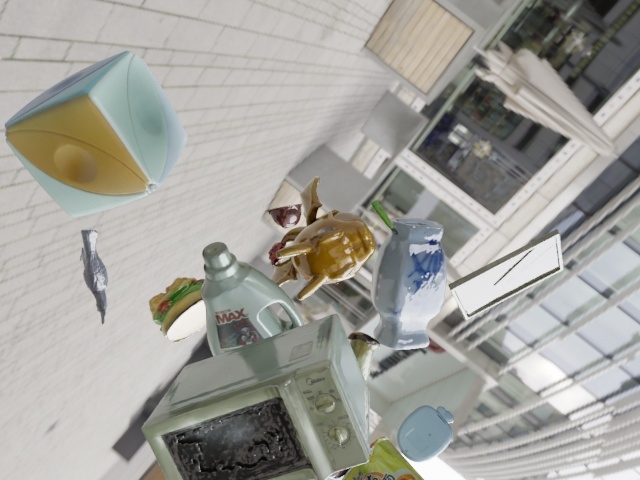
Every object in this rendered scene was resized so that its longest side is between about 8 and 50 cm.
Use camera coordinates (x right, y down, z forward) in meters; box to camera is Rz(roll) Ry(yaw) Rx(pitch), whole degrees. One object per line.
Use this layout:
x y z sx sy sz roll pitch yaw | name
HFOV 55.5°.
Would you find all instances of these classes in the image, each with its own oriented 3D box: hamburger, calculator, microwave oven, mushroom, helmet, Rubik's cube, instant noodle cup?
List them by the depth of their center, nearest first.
-0.097 0.328 1.149 0.355 0.218 0.286 -21 -170 9 | microwave oven
-0.092 -0.061 1.610 0.089 0.057 0.111 -11 -179 39 | helmet
-0.648 -0.313 1.807 0.352 0.347 0.351 -17 -148 19 | Rubik's cube
0.094 0.438 1.885 0.087 0.107 0.333 -75 -179 -77 | mushroom
0.202 0.781 1.908 0.264 0.200 0.264 -36 148 -28 | instant noodle cup
-0.455 0.211 2.010 0.237 0.149 0.237 -38 158 -18 | hamburger
0.428 0.768 2.447 0.303 0.188 0.042 -30 157 -35 | calculator

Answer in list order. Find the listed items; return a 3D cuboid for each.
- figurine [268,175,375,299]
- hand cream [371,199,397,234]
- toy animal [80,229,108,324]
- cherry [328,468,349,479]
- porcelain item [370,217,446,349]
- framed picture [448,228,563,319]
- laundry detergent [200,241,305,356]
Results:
-0.008 0.036 1.891 0.400 0.268 0.387 -57 -170 5 | figurine
0.193 -0.068 1.815 0.023 0.122 0.036 -37 160 10 | hand cream
-0.802 0.094 2.152 0.081 0.206 0.366 -11 117 -24 | toy animal
0.023 0.667 1.899 0.140 0.176 0.176 -34 179 5 | cherry
0.280 0.135 1.961 0.178 0.243 0.404 25 -68 61 | porcelain item
0.524 0.103 1.698 0.324 0.020 0.240 -30 144 8 | framed picture
-0.194 0.172 1.585 0.264 0.397 0.124 -12 -145 5 | laundry detergent
